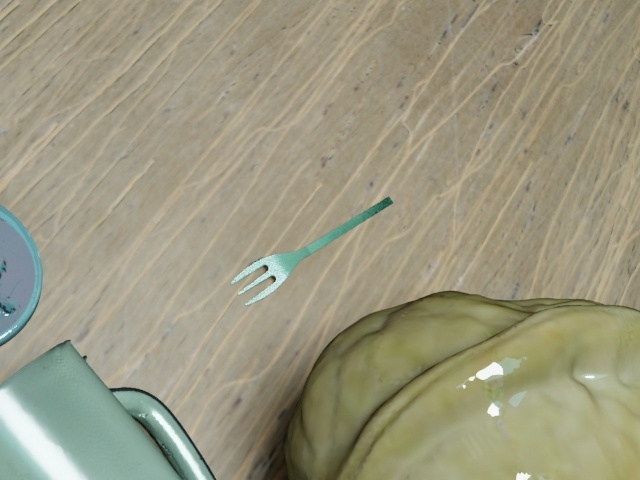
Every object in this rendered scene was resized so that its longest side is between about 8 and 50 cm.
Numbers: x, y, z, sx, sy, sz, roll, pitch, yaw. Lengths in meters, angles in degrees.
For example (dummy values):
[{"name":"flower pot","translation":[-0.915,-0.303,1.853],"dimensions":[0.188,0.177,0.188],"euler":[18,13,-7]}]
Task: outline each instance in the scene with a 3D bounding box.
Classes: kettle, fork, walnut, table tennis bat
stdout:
[{"name":"kettle","translation":[-0.187,0.220,0.794],"dimensions":[0.255,0.165,0.240],"euler":[48,31,0]},{"name":"fork","translation":[0.001,-0.001,1.030],"dimensions":[0.235,0.021,0.039],"euler":[-33,88,-29]},{"name":"walnut","translation":[0.159,0.202,0.763],"dimensions":[0.381,0.381,0.381],"euler":[8,67,-20]},{"name":"table tennis bat","translation":[-0.361,-0.007,0.874],"dimensions":[0.153,0.040,0.244],"euler":[-20,83,-29]}]
